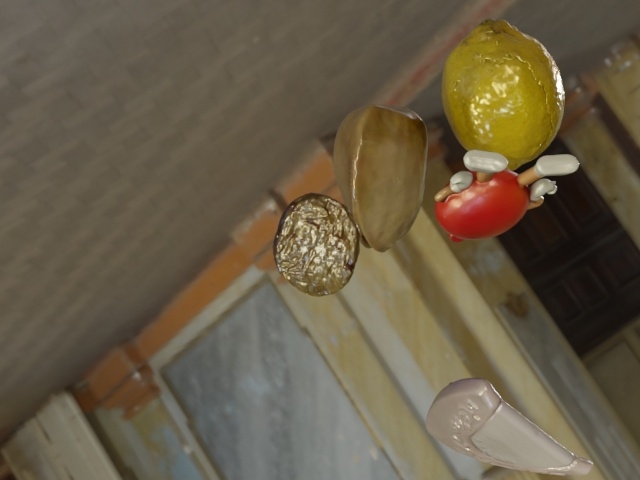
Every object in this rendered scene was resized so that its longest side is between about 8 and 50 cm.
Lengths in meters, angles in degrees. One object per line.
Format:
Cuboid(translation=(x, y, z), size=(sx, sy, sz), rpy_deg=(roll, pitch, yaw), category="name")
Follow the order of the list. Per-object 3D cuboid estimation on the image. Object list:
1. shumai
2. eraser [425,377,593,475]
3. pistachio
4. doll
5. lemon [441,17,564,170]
Cuboid(translation=(-0.002, -0.005, 1.577), size=(0.105, 0.123, 0.139), rpy_deg=(-74, 165, -48), category="shumai")
Cuboid(translation=(0.222, 0.265, 1.534), size=(0.243, 0.204, 0.059), rpy_deg=(-21, -144, 60), category="eraser")
Cuboid(translation=(0.099, -0.102, 1.881), size=(0.163, 0.260, 0.213), rpy_deg=(9, -163, 33), category="pistachio")
Cuboid(translation=(0.238, -0.063, 1.544), size=(0.183, 0.085, 0.217), rpy_deg=(0, 153, -14), category="doll")
Cuboid(translation=(0.302, -0.242, 1.871), size=(0.204, 0.260, 0.204), rpy_deg=(-13, -160, 5), category="lemon")
